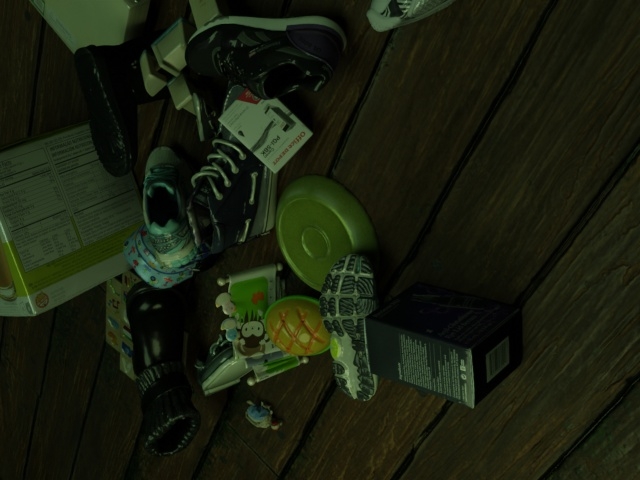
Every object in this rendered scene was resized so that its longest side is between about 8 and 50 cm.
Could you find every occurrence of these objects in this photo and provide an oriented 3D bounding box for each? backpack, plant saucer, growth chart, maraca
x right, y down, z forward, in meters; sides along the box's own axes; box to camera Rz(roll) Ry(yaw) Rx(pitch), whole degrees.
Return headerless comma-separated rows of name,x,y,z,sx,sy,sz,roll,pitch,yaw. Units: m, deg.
backpack,-0.301,0.007,1.804,0.158,0.173,0.117,51,137,11
plant saucer,0.000,0.000,1.615,0.241,0.037,0.241,22,126,35
growth chart,-0.114,0.159,1.718,0.021,0.172,0.237,6,114,50
maraca,-0.017,0.160,1.680,0.185,0.099,0.127,-2,115,16

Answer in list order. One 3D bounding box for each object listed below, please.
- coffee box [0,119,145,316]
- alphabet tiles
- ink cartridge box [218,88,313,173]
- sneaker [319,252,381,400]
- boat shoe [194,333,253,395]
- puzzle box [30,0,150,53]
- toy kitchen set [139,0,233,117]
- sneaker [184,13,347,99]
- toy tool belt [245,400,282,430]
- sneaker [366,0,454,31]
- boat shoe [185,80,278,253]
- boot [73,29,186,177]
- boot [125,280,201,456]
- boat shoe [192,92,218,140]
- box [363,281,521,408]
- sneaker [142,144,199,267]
coffee box,-0.621,-0.054,1.953,0.337,0.338,0.334,-4,108,44
alphabet tiles,-0.427,0.236,2.171,0.285,0.011,0.343,32,131,27
ink cartridge box,-0.092,-0.194,1.520,0.135,0.056,0.099,43,94,-7
sneaker,0.067,0.145,1.575,0.107,0.110,0.275,8,115,27
boat shoe,-0.210,0.250,1.857,0.099,0.116,0.319,67,161,12
puzzle box,-0.496,-0.514,1.763,0.409,0.052,0.272,50,147,11
toy kitchen set,-0.208,-0.341,1.595,0.207,0.166,0.122,-35,52,24
sneaker,-0.106,-0.285,1.424,0.283,0.124,0.107,-1,144,26
toy tool belt,-0.125,0.376,1.930,0.083,0.052,0.051,15,130,37
sneaker,0.158,-0.444,1.153,0.366,0.137,0.210,-36,85,42
boat shoe,-0.160,-0.133,1.603,0.127,0.158,0.341,22,126,34
boot,-0.330,-0.259,1.658,0.094,0.207,0.247,-4,104,44
boot,-0.338,0.277,1.928,0.260,0.131,0.348,-110,18,-43
boat shoe,-0.206,-0.224,1.609,0.125,0.038,0.046,90,165,-58
box,0.195,0.162,1.431,0.207,0.153,0.108,13,120,38
sneaker,-0.288,-0.092,1.707,0.122,0.110,0.283,75,180,-53
